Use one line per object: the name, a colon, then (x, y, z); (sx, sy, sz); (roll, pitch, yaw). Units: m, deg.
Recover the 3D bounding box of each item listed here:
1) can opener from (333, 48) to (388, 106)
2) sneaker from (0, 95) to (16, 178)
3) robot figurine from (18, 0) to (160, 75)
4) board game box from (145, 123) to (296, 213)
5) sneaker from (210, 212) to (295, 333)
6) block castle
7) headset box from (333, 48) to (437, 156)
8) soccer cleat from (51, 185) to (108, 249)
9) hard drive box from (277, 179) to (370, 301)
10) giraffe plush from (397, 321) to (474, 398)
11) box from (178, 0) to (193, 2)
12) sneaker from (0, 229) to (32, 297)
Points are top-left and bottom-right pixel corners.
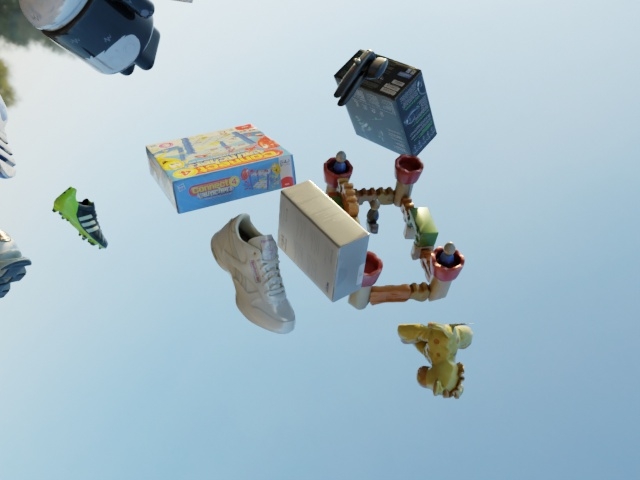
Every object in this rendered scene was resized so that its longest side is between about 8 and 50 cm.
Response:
can opener: (0.085, -0.386, 1.549); (0.073, 0.059, 0.186); (8, -133, 44)
sneaker: (-1.001, -0.302, 1.887); (0.127, 0.182, 0.315); (84, -10, -71)
robot figurine: (-0.435, -0.435, 1.262); (0.209, 0.278, 0.173); (-41, -126, 12)
board game box: (-0.263, -0.194, 1.693); (0.302, 0.308, 0.086); (42, -37, 54)
sneaker: (-0.144, 0.076, 1.521); (0.152, 0.114, 0.305); (-44, -106, 38)
block castle: (0.173, -0.051, 1.763); (0.213, 0.303, 0.453); (98, -15, -45)
headset box: (0.203, -0.402, 1.993); (0.246, 0.283, 0.131); (31, -109, 36)
soccer cleat: (-0.510, -0.045, 1.441); (0.060, 0.179, 0.072); (22, -114, 32)
hard drive box: (0.000, 0.000, 1.543); (0.232, 0.089, 0.181); (45, -35, 34)
giraffe plush: (0.285, 0.284, 1.547); (0.210, 0.181, 0.170); (156, -61, -65)
box: (-0.382, -0.737, 1.877); (0.324, 0.067, 0.063); (-103, -158, -60)
sneaker: (-0.728, 0.088, 1.329); (0.330, 0.122, 0.146); (-41, -99, 15)
